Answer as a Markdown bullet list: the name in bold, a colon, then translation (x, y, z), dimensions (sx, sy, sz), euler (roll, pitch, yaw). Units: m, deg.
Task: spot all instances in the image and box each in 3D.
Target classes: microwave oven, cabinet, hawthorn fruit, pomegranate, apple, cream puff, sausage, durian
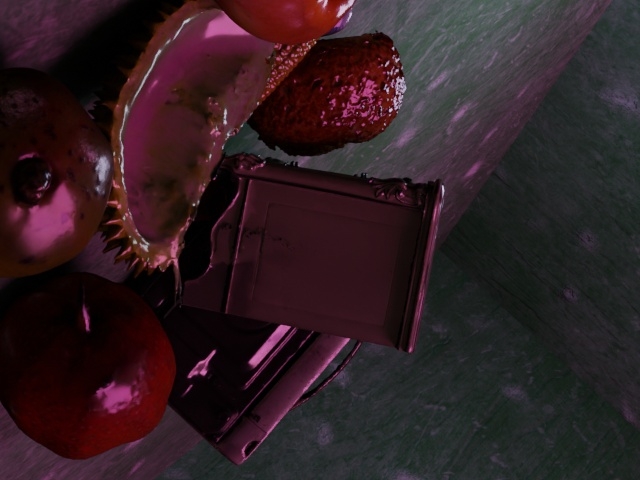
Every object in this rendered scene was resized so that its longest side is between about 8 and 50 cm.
- **microwave oven**: translation (-0.105, 0.112, 1.950), dimensions (0.394, 0.333, 0.247), euler (-49, 173, 1)
- **cabinet**: translation (0.000, 0.000, 1.674), dimensions (0.290, 0.318, 0.227), euler (-23, 123, -82)
- **hawthorn fruit**: translation (-0.312, 0.141, 1.605), dimensions (0.254, 0.254, 0.300), euler (-37, 152, -38)
- **pomegranate**: translation (-0.289, -0.059, 1.149), dimensions (0.198, 0.198, 0.246), euler (-46, 171, -4)
- **apple**: translation (-0.030, -0.313, 1.280), dimensions (0.209, 0.164, 0.209), euler (-45, 165, -15)
- **cream puff**: translation (0.001, -0.196, 1.629), dimensions (0.240, 0.240, 0.164), euler (-23, 111, -62)
- **sausage**: translation (-0.178, -0.070, 1.756), dimensions (0.076, 0.076, 0.141), euler (-46, 167, -3)
- **durian**: translation (-0.163, -0.128, 1.303), dimensions (0.157, 0.169, 0.355), euler (132, -21, -68)

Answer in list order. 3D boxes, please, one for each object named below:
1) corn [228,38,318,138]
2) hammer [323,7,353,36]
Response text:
- **corn**: translation (-0.107, -0.206, 1.488), dimensions (0.310, 0.101, 0.101), euler (-44, 169, 14)
- **hammer**: translation (0.028, -0.352, 1.561), dimensions (0.194, 0.069, 0.116), euler (-60, -161, -5)
